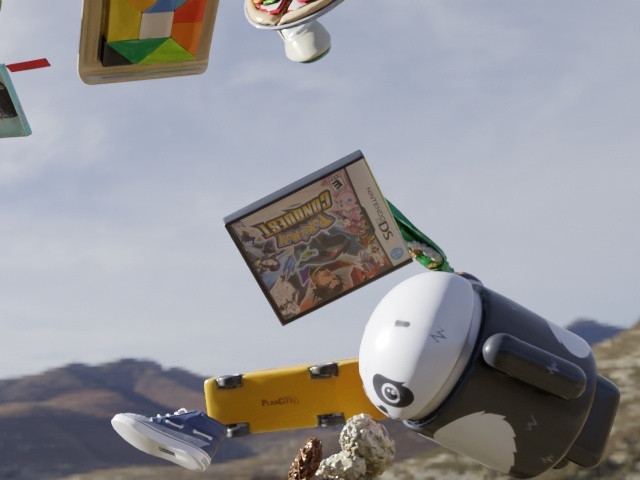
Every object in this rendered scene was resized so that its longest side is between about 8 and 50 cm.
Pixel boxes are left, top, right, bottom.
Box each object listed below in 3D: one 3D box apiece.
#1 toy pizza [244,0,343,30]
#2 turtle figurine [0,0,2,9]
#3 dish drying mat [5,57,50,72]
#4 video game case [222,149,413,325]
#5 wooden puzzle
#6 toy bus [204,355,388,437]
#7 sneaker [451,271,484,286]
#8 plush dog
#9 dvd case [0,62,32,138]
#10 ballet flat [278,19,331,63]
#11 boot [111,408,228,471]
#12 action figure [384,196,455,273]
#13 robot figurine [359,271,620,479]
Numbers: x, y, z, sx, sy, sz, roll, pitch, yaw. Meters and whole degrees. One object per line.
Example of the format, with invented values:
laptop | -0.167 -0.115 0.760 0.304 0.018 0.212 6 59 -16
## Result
toy pizza | -0.013 -0.336 1.324 0.201 0.201 0.032 -9 -42 34
turtle figurine | -0.684 -0.447 1.873 0.275 0.266 0.198 -37 -31 -6
dish drying mat | -0.590 -0.354 2.192 0.083 0.008 0.032 -8 -16 6
video game case | 0.000 0.000 1.958 0.275 0.248 0.035 -27 31 1
wooden puzzle | -0.262 -0.346 1.689 0.221 0.044 0.238 -10 -41 -24
toy bus | -0.030 0.269 1.901 0.333 0.108 0.130 -10 -1 20
sneaker | 0.166 0.125 1.650 0.125 0.180 0.321 1 -44 -11
plush dog | 0.023 0.423 1.700 0.211 0.262 0.225 -29 -19 24
dvd case | -0.389 -0.155 1.231 0.120 0.087 0.013 1 31 29
ballet flat | -0.043 -0.378 1.945 0.086 0.086 0.248 0 20 -12
boot | -0.253 0.319 1.833 0.190 0.086 0.069 21 -40 18
action figure | 0.166 -0.002 2.091 0.232 0.063 0.137 38 -15 7
robot figurine | 0.175 0.148 1.147 0.278 0.173 0.209 28 -59 -14
